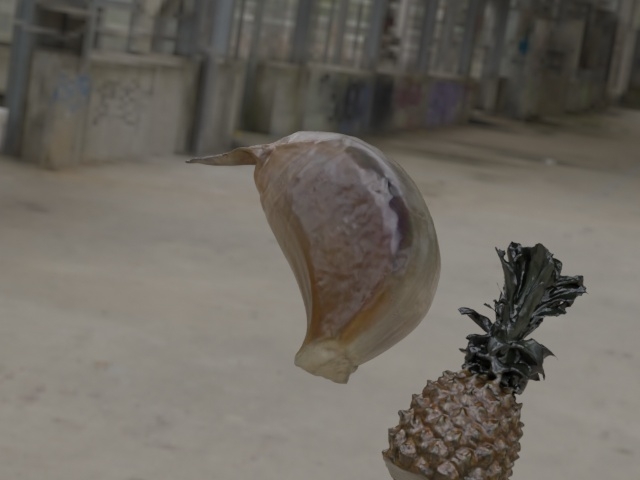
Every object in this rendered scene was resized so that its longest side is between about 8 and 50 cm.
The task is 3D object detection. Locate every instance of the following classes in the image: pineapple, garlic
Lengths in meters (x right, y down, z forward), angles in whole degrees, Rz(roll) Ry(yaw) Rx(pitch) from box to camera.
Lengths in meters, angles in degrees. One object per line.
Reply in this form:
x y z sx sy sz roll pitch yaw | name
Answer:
0.076 0.054 0.629 0.058 0.124 0.058 30 -17 11 | pineapple
0.004 -0.012 1.012 0.129 0.198 0.090 -29 -23 -2 | garlic
